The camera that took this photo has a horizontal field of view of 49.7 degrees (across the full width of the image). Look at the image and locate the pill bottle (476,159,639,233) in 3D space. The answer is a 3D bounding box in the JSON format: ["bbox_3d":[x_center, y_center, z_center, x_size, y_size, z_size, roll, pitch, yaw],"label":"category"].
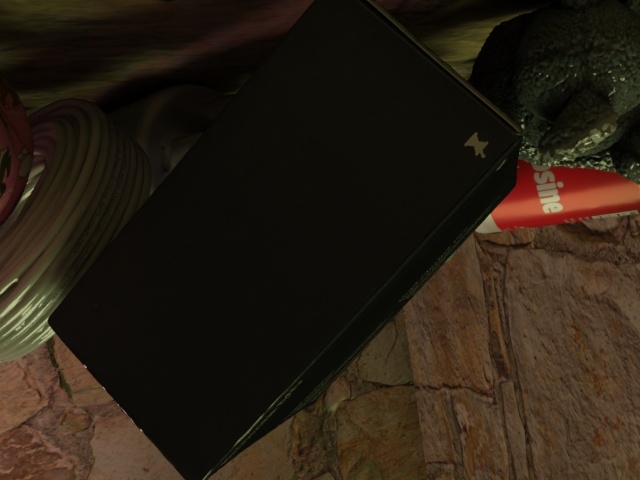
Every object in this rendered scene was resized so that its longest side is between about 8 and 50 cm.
[{"bbox_3d":[0.432,-0.147,1.118,0.407,0.229,0.229,-9,180,29],"label":"pill bottle"}]

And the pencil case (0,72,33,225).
[{"bbox_3d":[-0.278,-0.079,0.380,0.160,0.167,0.386,13,177,-9],"label":"pencil case"}]

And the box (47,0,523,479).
[{"bbox_3d":[0.000,0.000,0.628,0.343,0.179,0.312,-48,169,8],"label":"box"}]

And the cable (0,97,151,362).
[{"bbox_3d":[-0.267,-0.010,0.637,0.257,0.257,0.089,13,159,47],"label":"cable"}]

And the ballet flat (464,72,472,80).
[{"bbox_3d":[0.228,-0.185,0.921,0.106,0.108,0.316,-1,177,-12],"label":"ballet flat"}]

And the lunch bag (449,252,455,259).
[{"bbox_3d":[0.067,-0.070,0.838,0.218,0.176,0.090,9,166,21],"label":"lunch bag"}]

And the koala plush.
[{"bbox_3d":[0.221,-0.144,0.597,0.203,0.196,0.221,2,-173,18],"label":"koala plush"}]

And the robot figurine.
[{"bbox_3d":[-0.206,-0.070,0.852,0.353,0.200,0.300,-8,-145,41],"label":"robot figurine"}]
